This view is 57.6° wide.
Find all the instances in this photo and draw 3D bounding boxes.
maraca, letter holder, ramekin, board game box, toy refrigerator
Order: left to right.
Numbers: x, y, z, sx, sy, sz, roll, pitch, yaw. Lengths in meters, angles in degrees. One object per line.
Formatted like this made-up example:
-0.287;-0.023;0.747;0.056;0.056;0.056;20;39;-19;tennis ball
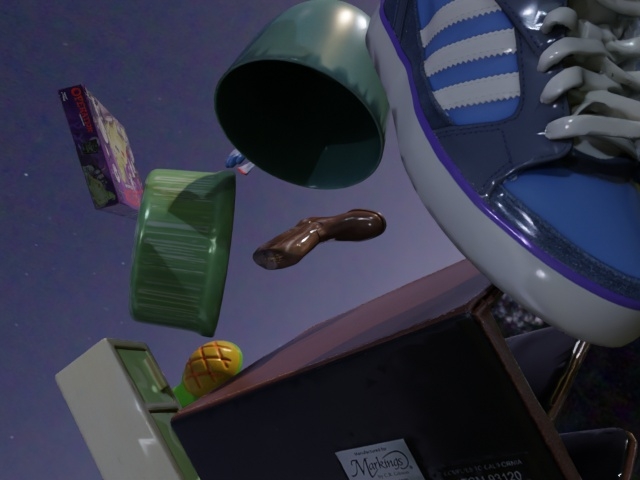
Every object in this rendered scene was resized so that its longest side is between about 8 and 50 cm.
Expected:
-0.398;-0.150;1.112;0.347;0.056;0.208;177;80;-82;board game box
-0.213;0.256;0.731;0.094;0.269;0.102;-38;-20;3;toy refrigerator
-0.246;0.016;1.038;0.303;0.148;0.303;-172;90;-77;ramekin
-0.243;0.291;1.237;0.185;0.127;0.099;-53;-39;-29;maraca
0.069;0.126;0.468;0.214;0.302;0.152;-28;-91;-51;letter holder

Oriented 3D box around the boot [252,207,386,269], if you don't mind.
0.000;0.000;0.587;0.114;0.106;0.037;-31;-69;-59;boot

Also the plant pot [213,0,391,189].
-0.004;-0.273;1.014;0.293;0.293;0.235;69;-145;-52;plant pot

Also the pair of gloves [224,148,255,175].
-0.133;-0.205;1.250;0.159;0.198;0.023;-43;-62;-8;pair of gloves

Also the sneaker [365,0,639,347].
0.146;-0.135;0.323;0.130;0.322;0.236;6;-42;-29;sneaker
